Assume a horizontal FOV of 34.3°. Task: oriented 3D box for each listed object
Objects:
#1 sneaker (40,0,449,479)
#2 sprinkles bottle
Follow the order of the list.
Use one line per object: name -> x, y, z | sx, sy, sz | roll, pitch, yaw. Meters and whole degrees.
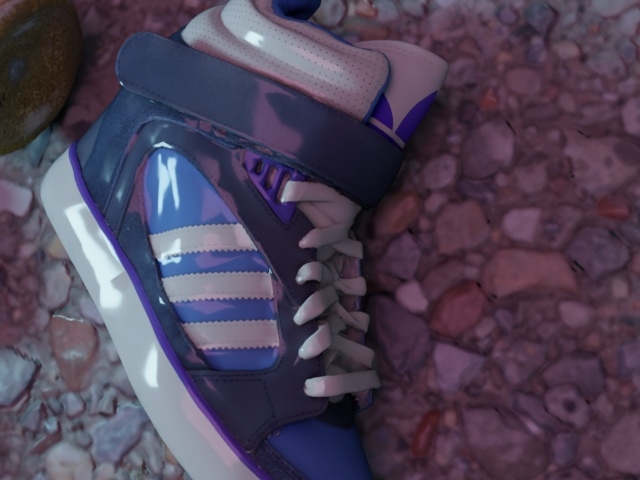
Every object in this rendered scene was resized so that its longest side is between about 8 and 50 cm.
sneaker -> 0.000, 0.000, 0.590 | 0.236, 0.130, 0.323 | -40, 70, 11
sprinkles bottle -> -0.335, -0.182, 0.704 | 0.355, 0.121, 0.121 | 28, 90, 16
